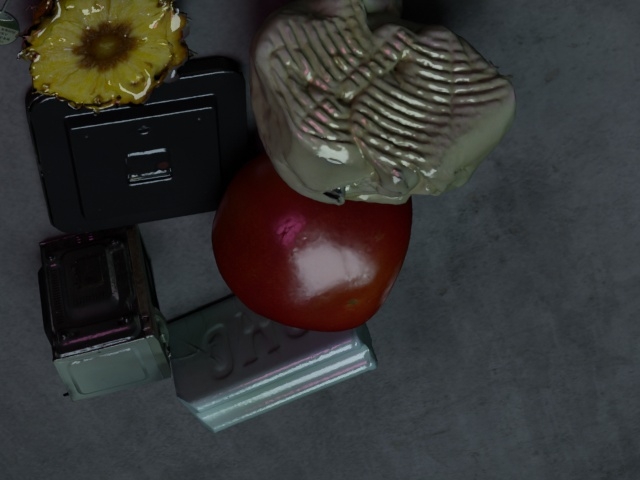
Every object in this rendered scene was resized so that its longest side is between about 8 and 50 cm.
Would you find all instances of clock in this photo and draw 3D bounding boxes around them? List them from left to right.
[{"bbox_3d":[-0.230,-0.113,2.007,0.278,0.049,0.273,-10,142,-7],"label":"clock"}]

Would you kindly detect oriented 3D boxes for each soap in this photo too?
[{"bbox_3d":[-0.076,0.156,2.294,0.289,0.173,0.095,-23,141,11],"label":"soap"}]

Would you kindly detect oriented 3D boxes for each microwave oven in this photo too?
[{"bbox_3d":[-0.299,0.092,2.115,0.163,0.205,0.129,-14,143,-3],"label":"microwave oven"}]

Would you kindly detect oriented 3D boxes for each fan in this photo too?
[{"bbox_3d":[-0.386,-0.257,1.810,0.060,0.003,0.080,-9,142,-9],"label":"fan"}]

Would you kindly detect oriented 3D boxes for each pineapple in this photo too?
[{"bbox_3d":[-0.256,-0.242,1.813,0.224,0.076,0.225,-10,139,-9],"label":"pineapple"}]

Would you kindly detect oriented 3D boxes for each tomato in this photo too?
[{"bbox_3d":[0.000,0.000,2.058,0.298,0.226,0.299,-19,149,-12],"label":"tomato"}]

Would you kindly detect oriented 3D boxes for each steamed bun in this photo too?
[{"bbox_3d":[0.058,-0.160,1.869,0.320,0.275,0.206,31,159,-2],"label":"steamed bun"}]
